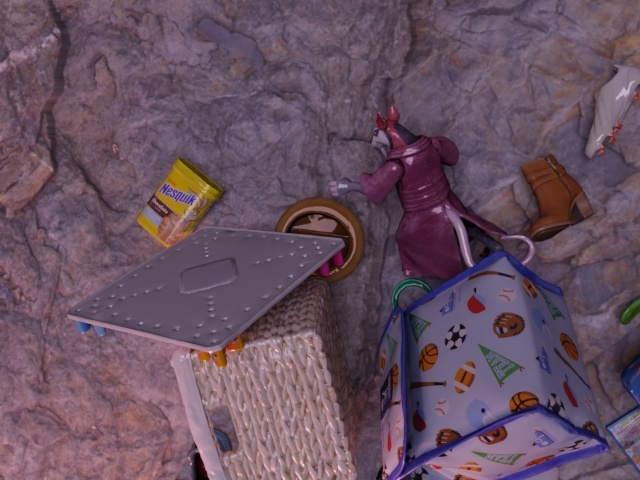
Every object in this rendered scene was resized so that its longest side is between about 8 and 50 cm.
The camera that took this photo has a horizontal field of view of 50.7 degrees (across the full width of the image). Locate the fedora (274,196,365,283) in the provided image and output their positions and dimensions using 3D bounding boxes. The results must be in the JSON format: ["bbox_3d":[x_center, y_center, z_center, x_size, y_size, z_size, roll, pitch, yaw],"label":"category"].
[{"bbox_3d":[0.000,0.000,1.437,0.194,0.079,0.195,0,91,8],"label":"fedora"}]

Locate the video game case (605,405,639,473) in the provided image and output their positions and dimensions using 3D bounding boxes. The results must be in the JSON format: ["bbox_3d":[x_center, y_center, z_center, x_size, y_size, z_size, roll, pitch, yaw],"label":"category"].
[{"bbox_3d":[0.668,0.408,1.339,0.119,0.015,0.166,-36,84,9],"label":"video game case"}]

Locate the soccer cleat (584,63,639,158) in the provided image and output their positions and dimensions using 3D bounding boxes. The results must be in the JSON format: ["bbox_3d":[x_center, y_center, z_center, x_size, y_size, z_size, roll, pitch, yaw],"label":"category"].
[{"bbox_3d":[0.568,-0.255,1.339,0.076,0.068,0.196,31,95,24],"label":"soccer cleat"}]

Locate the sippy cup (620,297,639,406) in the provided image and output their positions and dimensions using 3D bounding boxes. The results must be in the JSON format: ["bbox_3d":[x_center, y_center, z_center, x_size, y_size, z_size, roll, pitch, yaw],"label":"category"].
[{"bbox_3d":[0.689,0.248,1.232,0.224,0.305,0.240,-42,108,15],"label":"sippy cup"}]

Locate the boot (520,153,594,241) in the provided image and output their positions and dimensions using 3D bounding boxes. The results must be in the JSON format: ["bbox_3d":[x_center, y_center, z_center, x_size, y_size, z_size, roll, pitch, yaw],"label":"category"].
[{"bbox_3d":[0.435,-0.086,1.317,0.073,0.197,0.152,-43,72,47],"label":"boot"}]

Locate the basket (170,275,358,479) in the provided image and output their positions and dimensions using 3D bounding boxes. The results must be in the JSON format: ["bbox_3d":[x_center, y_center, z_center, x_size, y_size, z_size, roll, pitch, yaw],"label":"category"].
[{"bbox_3d":[-0.087,0.276,1.306,0.266,0.331,0.329,-13,104,5],"label":"basket"}]

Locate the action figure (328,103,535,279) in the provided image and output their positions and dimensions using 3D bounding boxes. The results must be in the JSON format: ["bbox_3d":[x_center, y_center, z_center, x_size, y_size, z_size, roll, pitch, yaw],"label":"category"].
[{"bbox_3d":[0.193,-0.082,1.292,0.248,0.275,0.370,-34,113,-11],"label":"action figure"}]

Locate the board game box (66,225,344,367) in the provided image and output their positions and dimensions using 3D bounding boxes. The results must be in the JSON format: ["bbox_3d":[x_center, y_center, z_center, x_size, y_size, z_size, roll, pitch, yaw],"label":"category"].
[{"bbox_3d":[-0.208,0.086,1.283,0.389,0.390,0.050,5,119,35],"label":"board game box"}]

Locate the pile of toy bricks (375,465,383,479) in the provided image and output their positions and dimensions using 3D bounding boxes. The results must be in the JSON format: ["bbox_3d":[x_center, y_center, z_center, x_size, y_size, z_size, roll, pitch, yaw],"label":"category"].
[{"bbox_3d":[0.199,0.487,1.399,0.105,0.118,0.212,29,78,-18],"label":"pile of toy bricks"}]

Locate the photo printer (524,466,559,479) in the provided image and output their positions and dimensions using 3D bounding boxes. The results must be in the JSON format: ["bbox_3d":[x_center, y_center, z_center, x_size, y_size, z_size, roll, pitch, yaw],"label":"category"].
[{"bbox_3d":[0.310,0.550,1.317,0.255,0.107,0.308,17,88,-13],"label":"photo printer"}]

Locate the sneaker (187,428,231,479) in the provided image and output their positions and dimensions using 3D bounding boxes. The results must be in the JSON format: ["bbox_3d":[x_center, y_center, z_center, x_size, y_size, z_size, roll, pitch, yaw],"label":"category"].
[{"bbox_3d":[-0.234,0.551,1.458,0.104,0.125,0.262,-19,86,11],"label":"sneaker"}]

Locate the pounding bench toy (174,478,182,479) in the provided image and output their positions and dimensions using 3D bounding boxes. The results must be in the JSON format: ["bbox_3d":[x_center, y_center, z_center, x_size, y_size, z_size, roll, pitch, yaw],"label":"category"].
[{"bbox_3d":[-0.321,0.588,1.506,0.052,0.065,0.083,13,93,11],"label":"pounding bench toy"}]

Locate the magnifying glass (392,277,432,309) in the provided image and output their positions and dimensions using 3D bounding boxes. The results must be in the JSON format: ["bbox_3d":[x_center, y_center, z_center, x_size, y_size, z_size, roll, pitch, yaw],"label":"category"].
[{"bbox_3d":[0.222,0.190,1.424,0.092,0.026,0.231,-23,84,10],"label":"magnifying glass"}]

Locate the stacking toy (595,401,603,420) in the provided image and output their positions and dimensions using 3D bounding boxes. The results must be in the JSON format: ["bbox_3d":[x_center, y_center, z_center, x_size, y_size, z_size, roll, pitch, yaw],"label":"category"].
[{"bbox_3d":[0.443,0.293,1.346,0.166,0.052,0.221,-19,79,-13],"label":"stacking toy"}]

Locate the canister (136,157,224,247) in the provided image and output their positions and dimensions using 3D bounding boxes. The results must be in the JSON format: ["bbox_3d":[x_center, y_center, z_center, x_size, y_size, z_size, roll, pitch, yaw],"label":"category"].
[{"bbox_3d":[-0.314,-0.079,1.502,0.126,0.073,0.170,39,98,9],"label":"canister"}]

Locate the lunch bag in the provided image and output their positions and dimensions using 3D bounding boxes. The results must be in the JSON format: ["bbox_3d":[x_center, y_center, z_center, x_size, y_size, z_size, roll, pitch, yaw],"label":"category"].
[{"bbox_3d":[0.249,0.257,1.203,0.239,0.328,0.385,32,131,-28],"label":"lunch bag"}]
